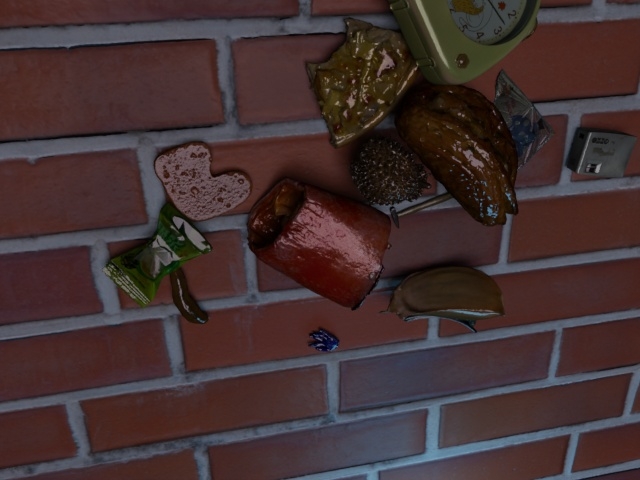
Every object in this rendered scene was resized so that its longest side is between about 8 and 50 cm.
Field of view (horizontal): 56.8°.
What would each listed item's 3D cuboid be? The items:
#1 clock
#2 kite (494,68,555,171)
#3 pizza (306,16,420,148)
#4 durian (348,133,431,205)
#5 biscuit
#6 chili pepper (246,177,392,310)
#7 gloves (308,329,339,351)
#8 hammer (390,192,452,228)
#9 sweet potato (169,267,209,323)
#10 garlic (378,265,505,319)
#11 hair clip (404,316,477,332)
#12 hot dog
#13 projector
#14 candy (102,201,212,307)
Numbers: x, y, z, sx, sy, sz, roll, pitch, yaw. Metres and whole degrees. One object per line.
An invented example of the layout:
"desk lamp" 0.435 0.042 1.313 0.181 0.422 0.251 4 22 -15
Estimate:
"clock" 0.330 -0.522 1.253 0.348 0.117 0.286 -35 112 -10
"kite" 0.448 -0.259 1.488 0.314 0.011 0.335 -4 115 -11
"pizza" 0.095 -0.365 1.319 0.223 0.089 0.323 37 101 -28
"durian" 0.166 -0.155 1.365 0.196 0.196 0.166 11 108 -17
"biscuit" -0.266 -0.143 1.362 0.186 0.036 0.192 -26 117 -3
"chili pepper" 0.000 0.000 1.383 0.305 0.229 0.251 23 139 -22
"gloves" 0.007 0.278 1.624 0.086 0.026 0.064 27 108 -23
"hammer" 0.278 -0.090 1.525 0.199 0.013 0.062 -20 117 -3
"sweet potato" -0.339 0.141 1.469 0.054 0.053 0.182 -5 120 33
"garlic" 0.302 0.144 1.545 0.339 0.196 0.151 2 100 -6
"hair clip" 0.345 0.217 1.674 0.230 0.039 0.070 8 112 -11
"hot dog" 0.343 -0.198 1.359 0.174 0.267 0.387 -28 120 39
"projector" 0.727 -0.229 1.538 0.147 0.061 0.115 3 112 -14
"candy" -0.385 0.037 1.391 0.246 0.069 0.149 -41 105 8
